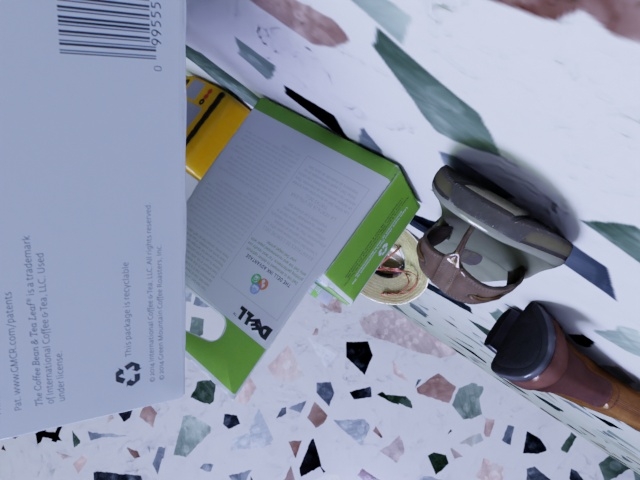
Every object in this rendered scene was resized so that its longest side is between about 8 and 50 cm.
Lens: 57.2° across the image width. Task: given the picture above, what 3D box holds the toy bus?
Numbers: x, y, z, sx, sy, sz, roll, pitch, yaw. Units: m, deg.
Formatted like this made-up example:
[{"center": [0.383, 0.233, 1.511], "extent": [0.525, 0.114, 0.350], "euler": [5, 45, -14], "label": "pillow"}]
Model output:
[{"center": [-0.085, -0.081, 0.838], "extent": [0.130, 0.108, 0.332], "euler": [32, 174, 37], "label": "toy bus"}]

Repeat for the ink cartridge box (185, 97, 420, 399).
[{"center": [-0.052, 0.008, 0.601], "extent": [0.189, 0.255, 0.097], "euler": [33, 175, 30], "label": "ink cartridge box"}]

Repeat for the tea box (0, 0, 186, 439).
[{"center": [-0.254, -0.072, 0.453], "extent": [0.220, 0.329, 0.323], "euler": [-6, -160, -31], "label": "tea box"}]

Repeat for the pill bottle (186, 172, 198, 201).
[{"center": [-0.119, -0.052, 1.046], "extent": [0.162, 0.162, 0.278], "euler": [30, 173, 46], "label": "pill bottle"}]

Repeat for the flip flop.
[{"center": [0.124, 0.013, 0.494], "extent": [0.112, 0.080, 0.277], "euler": [34, 175, 9], "label": "flip flop"}]

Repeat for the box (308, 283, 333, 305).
[{"center": [0.000, 0.000, 0.836], "extent": [0.038, 0.145, 0.186], "euler": [33, 174, 34], "label": "box"}]

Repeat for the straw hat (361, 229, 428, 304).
[{"center": [0.093, 0.018, 0.838], "extent": [0.144, 0.144, 0.061], "euler": [35, -143, 1], "label": "straw hat"}]

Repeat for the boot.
[{"center": [0.338, 0.191, 0.693], "extent": [0.280, 0.096, 0.264], "euler": [33, 175, 11], "label": "boot"}]
